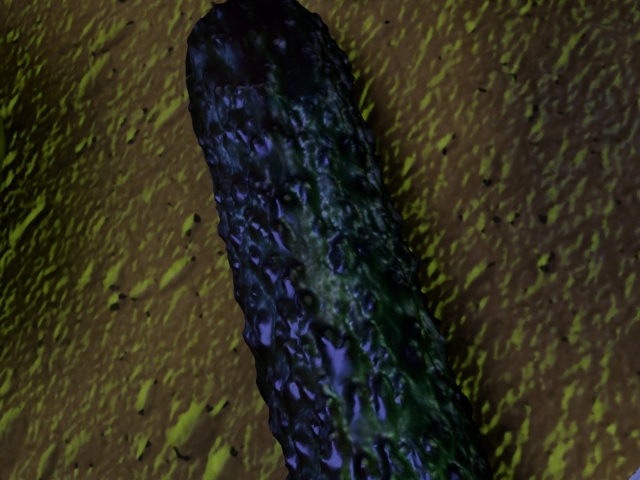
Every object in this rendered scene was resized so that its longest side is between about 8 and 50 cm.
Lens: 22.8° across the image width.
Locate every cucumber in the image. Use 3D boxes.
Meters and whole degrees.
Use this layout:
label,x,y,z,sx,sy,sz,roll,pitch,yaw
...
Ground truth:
label,x,y,z,sx,sy,sz,roll,pitch,yaw
cucumber,0.000,0.000,0.778,0.096,0.096,0.359,-33,53,25

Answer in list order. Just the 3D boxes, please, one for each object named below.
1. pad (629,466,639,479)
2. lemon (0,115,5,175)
label,x,y,z,sx,sy,sz,roll,pitch,yaw
pad,0.168,0.150,0.636,0.232,0.004,0.156,-48,50,15
lemon,-0.361,-0.063,0.939,0.387,0.350,0.349,13,81,23
